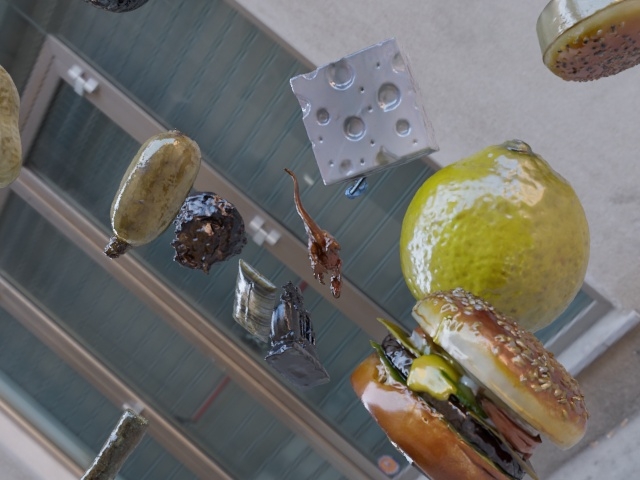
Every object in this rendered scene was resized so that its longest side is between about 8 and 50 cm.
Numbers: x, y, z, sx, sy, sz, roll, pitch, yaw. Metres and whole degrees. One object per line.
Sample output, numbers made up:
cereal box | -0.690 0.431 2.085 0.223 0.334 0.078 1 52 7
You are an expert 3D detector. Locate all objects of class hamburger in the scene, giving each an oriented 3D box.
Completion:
hamburger | 0.197 0.199 0.843 0.225 0.291 0.291 -48 -3 2
hamburger | 0.599 -0.442 1.317 0.300 0.176 0.300 -19 -9 -3

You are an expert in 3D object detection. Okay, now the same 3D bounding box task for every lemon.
lemon | 0.329 0.000 1.211 0.350 0.349 0.388 -43 -28 -66

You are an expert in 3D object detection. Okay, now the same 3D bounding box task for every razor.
razor | 0.098 -0.136 1.716 0.082 0.042 0.253 -52 3 -5

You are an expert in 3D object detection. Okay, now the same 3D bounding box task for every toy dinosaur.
toy dinosaur | 0.000 0.000 1.847 0.097 0.433 0.208 -19 19 1

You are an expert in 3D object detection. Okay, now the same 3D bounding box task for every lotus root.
lotus root | -0.397 -0.099 1.491 0.343 0.151 0.169 -62 23 3

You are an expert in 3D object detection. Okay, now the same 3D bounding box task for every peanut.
peanut | -0.703 -0.250 1.357 0.125 0.111 0.275 23 -118 -88

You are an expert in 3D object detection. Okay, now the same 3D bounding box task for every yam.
yam | -0.413 0.440 1.198 0.253 0.061 0.061 -59 -2 -9

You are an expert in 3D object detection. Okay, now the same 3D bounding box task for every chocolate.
chocolate | -0.330 -0.002 1.754 0.206 0.224 0.177 -56 3 46

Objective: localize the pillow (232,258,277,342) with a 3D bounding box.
pillow | -0.145 0.136 1.385 0.038 0.113 0.204 -38 -26 -36

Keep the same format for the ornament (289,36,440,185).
ornament | 0.108 -0.273 1.407 0.238 0.240 0.239 -18 2 16

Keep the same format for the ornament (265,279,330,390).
ornament | -0.065 0.265 1.835 0.106 0.251 0.261 -20 44 20

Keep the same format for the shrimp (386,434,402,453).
shrimp | 0.220 0.367 1.210 0.053 0.236 0.133 27 -97 -47

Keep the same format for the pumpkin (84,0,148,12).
pumpkin | -0.479 -0.662 1.455 0.248 0.248 0.248 -50 -3 -4
